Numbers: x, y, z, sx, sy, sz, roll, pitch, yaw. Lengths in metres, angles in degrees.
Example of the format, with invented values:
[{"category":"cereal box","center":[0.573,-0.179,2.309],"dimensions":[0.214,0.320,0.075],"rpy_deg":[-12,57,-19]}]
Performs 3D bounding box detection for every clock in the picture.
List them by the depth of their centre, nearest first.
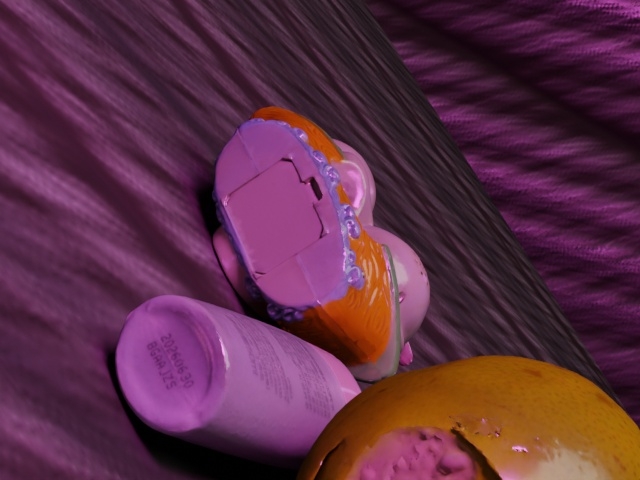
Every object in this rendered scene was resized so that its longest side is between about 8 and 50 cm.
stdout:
[{"category":"clock","center":[0.000,0.000,0.914],"dimensions":[0.144,0.103,0.231],"rpy_deg":[39,24,-58]}]

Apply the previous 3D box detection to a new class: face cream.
[{"category":"face cream","center":[-0.033,0.077,0.707],"dimensions":[0.084,0.057,0.198],"rpy_deg":[63,12,23]}]

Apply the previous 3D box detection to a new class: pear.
[{"category":"pear","center":[0.081,0.145,0.670],"dimensions":[0.220,0.187,0.187],"rpy_deg":[20,39,-59]}]
